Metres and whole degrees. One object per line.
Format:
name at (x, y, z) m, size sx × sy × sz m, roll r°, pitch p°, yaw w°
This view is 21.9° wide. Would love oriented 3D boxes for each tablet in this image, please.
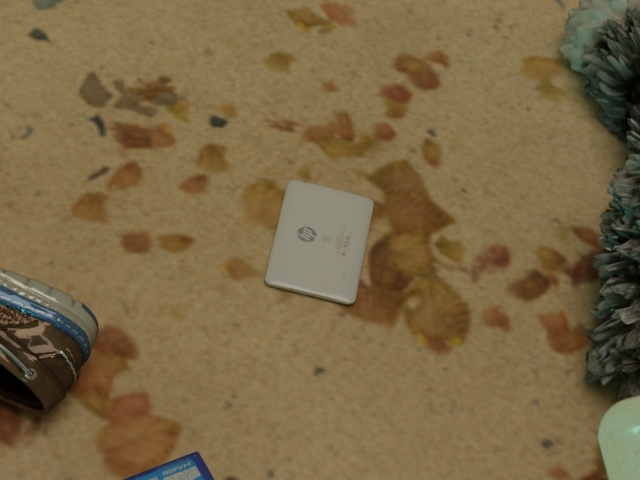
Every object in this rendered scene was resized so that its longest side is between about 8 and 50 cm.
tablet at (0.000, 0.000, 0.976) m, size 0.054 × 0.006 × 0.083 m, roll 14°, pitch 49°, yaw -2°

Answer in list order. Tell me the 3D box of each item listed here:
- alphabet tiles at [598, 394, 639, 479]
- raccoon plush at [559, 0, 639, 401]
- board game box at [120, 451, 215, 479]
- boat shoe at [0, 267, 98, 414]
alphabet tiles at (0.224, 0.196, 0.737) m, size 0.278 × 0.021 × 0.284 m, roll -15°, pitch 84°, yaw 12°
raccoon plush at (0.249, -0.062, 0.895) m, size 0.216 × 0.299 × 0.446 m, roll -15°, pitch 56°, yaw -24°
board game box at (-0.122, 0.276, 0.676) m, size 0.319 × 0.066 × 0.318 m, roll -19°, pitch 57°, yaw -26°
boat shoe at (-0.210, 0.038, 0.854) m, size 0.183 × 0.066 × 0.066 m, roll 17°, pitch 50°, yaw 1°
